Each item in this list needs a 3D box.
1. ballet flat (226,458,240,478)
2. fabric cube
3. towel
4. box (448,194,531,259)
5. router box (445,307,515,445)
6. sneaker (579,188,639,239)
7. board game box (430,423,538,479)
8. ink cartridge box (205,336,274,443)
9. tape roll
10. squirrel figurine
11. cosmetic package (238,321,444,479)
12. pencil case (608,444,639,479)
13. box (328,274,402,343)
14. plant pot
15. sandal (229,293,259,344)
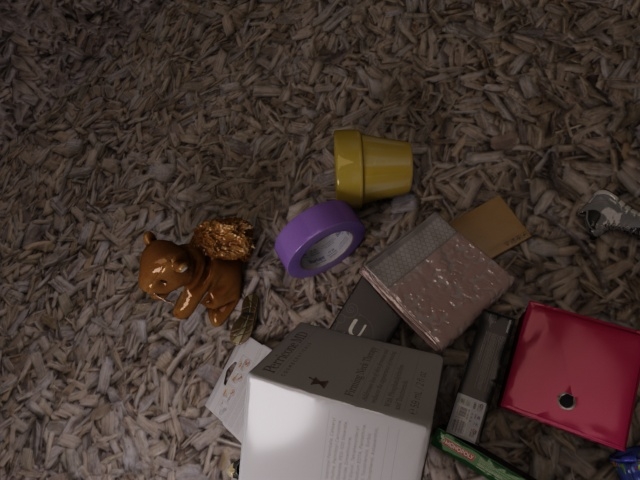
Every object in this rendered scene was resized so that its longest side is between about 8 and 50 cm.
[{"bbox_3d":[-0.203,0.679,1.354,0.173,0.049,0.057,-12,67,14],"label":"ballet flat"},{"bbox_3d":[0.595,0.325,1.103,0.254,0.259,0.258,16,77,23],"label":"fabric cube"},{"bbox_3d":[0.332,0.100,1.284,0.332,0.053,0.317,-34,67,-23],"label":"towel"},{"bbox_3d":[0.505,-0.025,1.386,0.201,0.021,0.164,-31,65,6],"label":"box"},{"bbox_3d":[0.410,0.349,1.164,0.081,0.243,0.308,17,78,23],"label":"router box"},{"bbox_3d":[0.825,-0.031,1.259,0.132,0.086,0.228,-44,54,5],"label":"sneaker"},{"bbox_3d":[0.429,0.556,1.102,0.317,0.213,0.046,25,81,23],"label":"board game box"},{"bbox_3d":[-0.225,0.460,1.435,0.239,0.060,0.275,17,76,47],"label":"ink cartridge box"},{"bbox_3d":[0.000,0.000,1.400,0.275,0.275,0.090,-35,64,4],"label":"tape roll"},{"bbox_3d":[-0.395,0.054,1.456,0.281,0.370,0.397,41,87,26],"label":"squirrel figurine"},{"bbox_3d":[0.059,0.438,1.080,0.394,0.329,0.327,10,104,17],"label":"cosmetic package"},{"bbox_3d":[0.768,0.627,1.014,0.119,0.133,0.306,-33,59,42],"label":"pencil case"},{"bbox_3d":[0.130,0.255,1.330,0.165,0.143,0.270,30,82,13],"label":"box"},{"bbox_3d":[0.165,-0.230,1.460,0.239,0.254,0.253,-2,70,0],"label":"plant pot"},{"bbox_3d":[-0.245,0.267,1.517,0.072,0.049,0.180,6,59,14],"label":"sandal"}]
